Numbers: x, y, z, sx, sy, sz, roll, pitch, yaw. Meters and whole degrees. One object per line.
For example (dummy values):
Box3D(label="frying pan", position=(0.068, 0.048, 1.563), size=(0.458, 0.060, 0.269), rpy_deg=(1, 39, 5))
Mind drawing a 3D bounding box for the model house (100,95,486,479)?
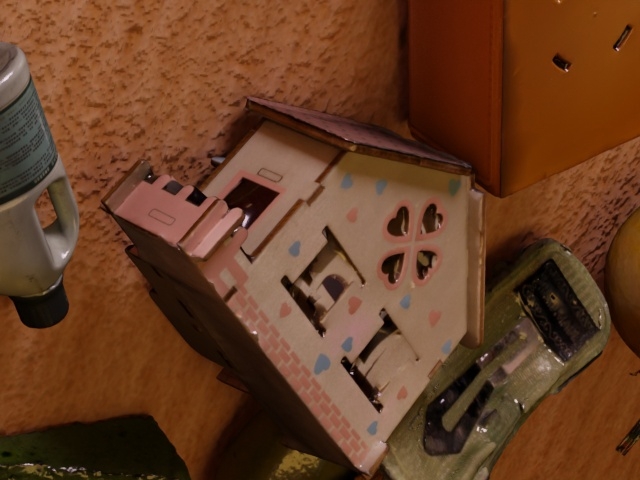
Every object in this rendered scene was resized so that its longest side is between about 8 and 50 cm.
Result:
Box3D(label="model house", position=(0.000, 0.000, 1.475), size=(0.244, 0.169, 0.326), rpy_deg=(-48, 131, -15))

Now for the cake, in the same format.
Box3D(label="cake", position=(-0.226, 0.199, 1.498), size=(0.235, 0.099, 0.100), rpy_deg=(5, 116, -19))

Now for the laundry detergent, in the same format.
Box3D(label="laundry detergent", position=(-0.224, -0.027, 1.322), size=(0.099, 0.070, 0.226), rpy_deg=(-37, 134, -25))

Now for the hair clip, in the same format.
Box3D(label="hair clip", position=(0.138, 0.128, 1.667), size=(0.138, 0.091, 0.321), rpy_deg=(53, 50, -6))

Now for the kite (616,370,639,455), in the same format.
Box3D(label="kite", position=(0.395, 0.131, 1.989), size=(0.244, 0.006, 0.198), rpy_deg=(-49, 137, -3))

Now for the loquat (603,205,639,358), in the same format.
Box3D(label="loquat", position=(0.371, 0.041, 1.783), size=(0.213, 0.213, 0.213), rpy_deg=(-21, 129, -29))

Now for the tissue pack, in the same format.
Box3D(label="tissue pack", position=(0.175, -0.207, 1.486), size=(0.194, 0.145, 0.274), rpy_deg=(-21, 130, -26))

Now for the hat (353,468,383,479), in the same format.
Box3D(label="hat", position=(0.101, 0.340, 1.660), size=(0.233, 0.233, 0.244), rpy_deg=(-37, 157, -31))

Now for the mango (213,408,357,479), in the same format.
Box3D(label="mango", position=(-0.035, 0.216, 1.628), size=(0.122, 0.085, 0.191), rpy_deg=(17, 104, -48))
